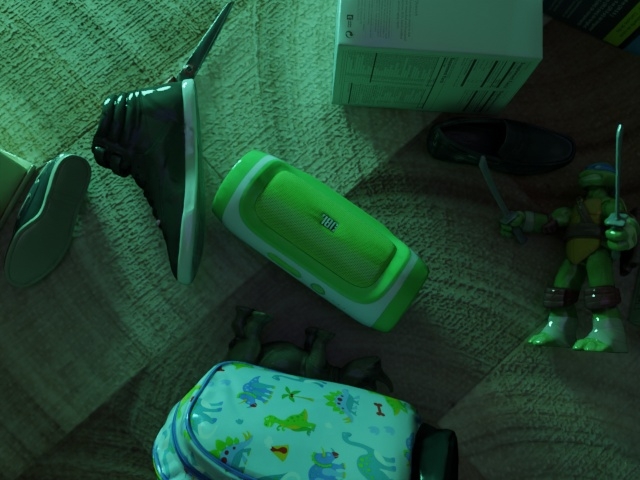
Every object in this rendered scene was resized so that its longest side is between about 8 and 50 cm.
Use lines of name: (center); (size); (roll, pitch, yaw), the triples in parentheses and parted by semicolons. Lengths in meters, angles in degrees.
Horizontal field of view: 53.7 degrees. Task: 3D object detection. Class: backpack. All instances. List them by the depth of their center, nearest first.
backpack: (-0.023, 0.293, 0.755); (0.355, 0.290, 0.273); (1, 116, 17)

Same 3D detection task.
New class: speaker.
speaker: (0.000, 0.000, 0.879); (0.296, 0.131, 0.131); (35, 81, 5)

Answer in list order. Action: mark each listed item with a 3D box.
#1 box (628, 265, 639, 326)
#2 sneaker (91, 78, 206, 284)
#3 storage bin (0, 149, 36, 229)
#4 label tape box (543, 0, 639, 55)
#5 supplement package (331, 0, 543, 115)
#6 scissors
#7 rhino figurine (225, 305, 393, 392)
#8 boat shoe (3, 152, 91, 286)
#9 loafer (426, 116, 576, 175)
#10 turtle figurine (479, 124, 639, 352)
box: (0.544, 0.018, 0.876); (0.126, 0.148, 0.232); (16, 81, 1)
sneaker: (-0.241, -0.081, 0.892); (0.146, 0.104, 0.296); (-3, 81, -5)
storage bin: (-0.597, -0.057, 0.877); (0.260, 0.123, 0.262); (24, 81, 4)
label tape box: (0.414, -0.415, 0.899); (0.347, 0.249, 0.115); (25, 80, 3)
supplement package: (0.154, -0.312, 0.901); (0.262, 0.198, 0.199); (4, 79, 0)
scissors: (-0.204, -0.240, 0.973); (0.109, 0.021, 0.297); (43, 80, 7)
rhino figurine: (-0.016, 0.173, 0.874); (0.243, 0.073, 0.106); (17, 84, -1)
boat shoe: (-0.401, -0.032, 0.919); (0.065, 0.075, 0.206); (19, 83, 46)
loafer: (0.270, -0.142, 0.934); (0.223, 0.078, 0.076); (5, 80, 0)
turtle figurine: (0.324, 0.012, 0.853); (0.197, 0.274, 0.266); (0, 83, 33)
